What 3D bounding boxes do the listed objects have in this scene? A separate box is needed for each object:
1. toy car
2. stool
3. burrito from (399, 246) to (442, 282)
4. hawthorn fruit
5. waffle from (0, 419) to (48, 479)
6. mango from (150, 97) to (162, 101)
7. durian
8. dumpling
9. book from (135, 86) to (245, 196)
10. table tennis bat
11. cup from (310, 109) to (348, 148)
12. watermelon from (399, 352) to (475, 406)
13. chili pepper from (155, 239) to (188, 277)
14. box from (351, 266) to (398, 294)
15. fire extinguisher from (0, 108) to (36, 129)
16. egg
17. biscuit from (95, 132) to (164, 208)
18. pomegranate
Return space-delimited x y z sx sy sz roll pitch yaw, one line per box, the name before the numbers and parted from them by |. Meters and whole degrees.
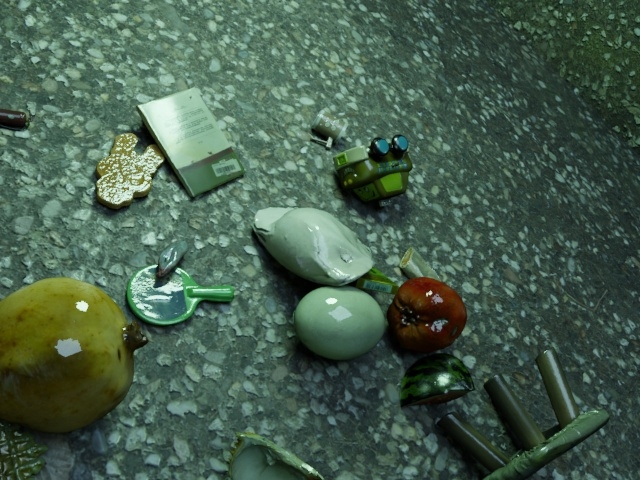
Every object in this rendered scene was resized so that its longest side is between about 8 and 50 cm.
toy car | 0.174 -0.203 1.860 0.248 0.204 0.198 -14 90 -37
stool | 0.498 0.460 1.515 0.310 0.310 0.226 -12 57 -35
burrito | 0.319 0.119 1.786 0.226 0.060 0.087 50 45 10
hawthorn fruit | 0.313 0.204 1.648 0.243 0.207 0.207 5 56 -44
waffle | -0.608 0.407 1.104 0.183 0.036 0.169 29 49 -10
mango | -0.439 -0.365 1.695 0.114 0.057 0.079 -29 71 -41
durian | -0.093 0.488 1.268 0.252 0.139 0.144 39 54 -1
dumpling | 0.003 0.001 1.601 0.260 0.341 0.181 -16 105 -44
book | -0.351 -0.275 1.663 0.201 0.026 0.289 -31 91 -38
table tennis bat | -0.330 0.128 1.443 0.257 0.039 0.160 2 57 -26
cup | 0.021 -0.356 1.944 0.099 0.102 0.074 30 12 -6
watermelon | 0.285 0.369 1.575 0.145 0.193 0.137 5 102 -24
chili pepper | -0.360 0.037 1.464 0.041 0.050 0.153 66 23 -21
box | 0.116 0.094 1.632 0.121 0.030 0.193 13 10 -21
fire extinguisher | -0.773 -0.303 1.483 0.132 0.039 0.056 5 90 -27
egg | 0.050 0.203 1.500 0.253 0.186 0.186 10 55 -28
biscuit | -0.497 -0.176 1.552 0.144 0.040 0.236 22 53 -6
pomegranate | -0.500 0.218 1.146 0.307 0.307 0.307 14 54 -20
